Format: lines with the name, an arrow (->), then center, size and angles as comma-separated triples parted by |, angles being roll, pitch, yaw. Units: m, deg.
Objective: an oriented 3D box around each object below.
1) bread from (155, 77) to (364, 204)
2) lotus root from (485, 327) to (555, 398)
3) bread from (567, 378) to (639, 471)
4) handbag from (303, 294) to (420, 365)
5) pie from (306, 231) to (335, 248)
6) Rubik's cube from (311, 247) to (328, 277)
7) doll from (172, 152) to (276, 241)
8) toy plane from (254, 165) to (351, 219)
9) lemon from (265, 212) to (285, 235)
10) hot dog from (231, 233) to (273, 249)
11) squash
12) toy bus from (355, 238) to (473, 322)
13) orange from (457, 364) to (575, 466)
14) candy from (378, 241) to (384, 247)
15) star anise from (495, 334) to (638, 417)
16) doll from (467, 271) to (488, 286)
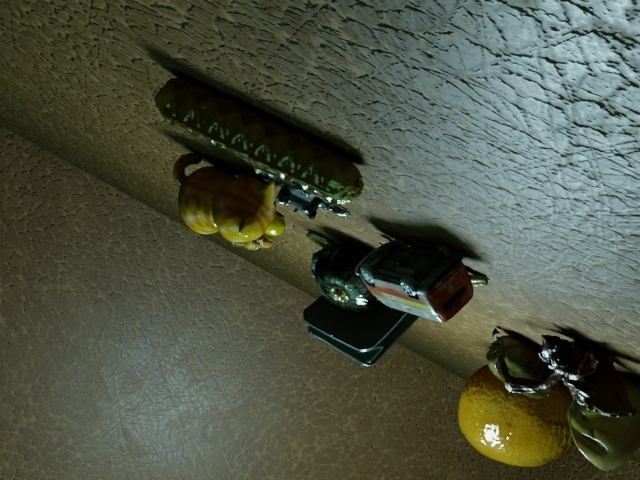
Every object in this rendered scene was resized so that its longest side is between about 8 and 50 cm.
bread -> -0.099, -0.158, 1.210 | 0.367, 0.077, 0.084 | 27, 173, 7
lotus root -> 0.532, 0.333, 1.993 | 0.241, 0.124, 0.123 | 32, -179, -25
bread -> 0.674, 0.390, 1.730 | 0.158, 0.156, 0.261 | 42, -151, 9
handbag -> 0.116, 0.181, 1.975 | 0.247, 0.260, 0.079 | 25, 146, 40
pie -> 0.000, 0.000, 2.012 | 0.084, 0.020, 0.084 | 26, 171, 5
Rubik's cube -> 0.022, 0.072, 2.122 | 0.111, 0.111, 0.093 | 23, -162, 29
doll -> -0.209, -0.084, 1.719 | 0.270, 0.166, 0.162 | 17, 169, 37
toy plane -> -0.034, -0.082, 1.412 | 0.192, 0.088, 0.262 | 26, 172, 0
lemon -> -0.129, -0.045, 2.002 | 0.083, 0.062, 0.062 | 30, 171, -19
hot dog -> -0.222, -0.015, 2.427 | 0.102, 0.076, 0.249 | -9, -172, -22
squash -> 0.080, 0.092, 1.883 | 0.193, 0.156, 0.193 | 45, 167, 14
toy bus -> 0.181, 0.078, 1.496 | 0.120, 0.121, 0.265 | 57, 160, -20
orange -> 0.605, 0.530, 2.321 | 0.357, 0.322, 0.322 | 16, 168, 17
candy -> 0.192, 0.049, 1.652 | 0.175, 0.043, 0.045 | 36, 166, -25
star anise -> 0.530, 0.287, 1.666 | 0.346, 0.148, 0.237 | 4, 160, 46
doll -> 0.285, 0.083, 1.529 | 0.093, 0.051, 0.061 | 21, 163, 29
